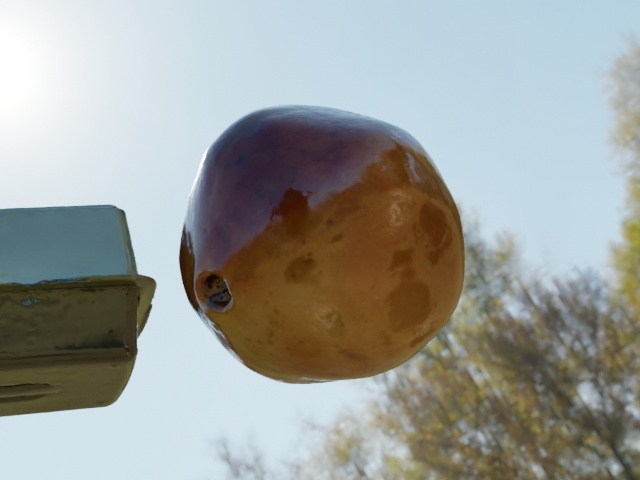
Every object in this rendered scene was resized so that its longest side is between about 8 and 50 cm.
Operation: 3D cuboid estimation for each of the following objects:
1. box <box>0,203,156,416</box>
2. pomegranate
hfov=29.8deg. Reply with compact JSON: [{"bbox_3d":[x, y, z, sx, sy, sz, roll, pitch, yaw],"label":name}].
[{"bbox_3d":[-0.316,0.076,1.200,0.290,0.166,0.220,-3,-24,-18],"label":"box"},{"bbox_3d":[-0.004,0.000,0.847,0.209,0.209,0.209,-26,-20,-11],"label":"pomegranate"}]
